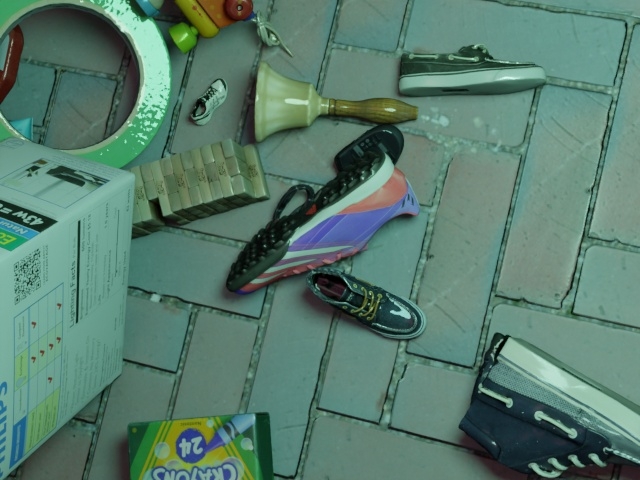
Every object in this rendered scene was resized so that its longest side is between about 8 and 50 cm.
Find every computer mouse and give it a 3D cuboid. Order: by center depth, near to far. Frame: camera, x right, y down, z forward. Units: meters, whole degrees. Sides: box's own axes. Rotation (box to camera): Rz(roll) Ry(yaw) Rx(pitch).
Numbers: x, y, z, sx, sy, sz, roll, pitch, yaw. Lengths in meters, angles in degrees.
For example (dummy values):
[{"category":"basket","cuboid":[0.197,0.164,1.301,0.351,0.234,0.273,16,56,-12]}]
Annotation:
[{"category":"computer mouse","cuboid":[0.025,-0.094,1.731,0.242,0.041,0.071,-35,104,12]}]

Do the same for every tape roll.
[{"category":"tape roll","cuboid":[-0.393,-0.251,1.759,0.321,0.077,0.321,-1,96,-12]}]

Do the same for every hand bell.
[{"category":"hand bell","cuboid":[0.027,-0.203,1.723,0.242,0.126,0.126,3,83,3]}]

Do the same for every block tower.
[{"category":"block tower","cuboid":[-0.255,-0.067,1.766,0.336,0.097,0.090,-16,79,10]}]

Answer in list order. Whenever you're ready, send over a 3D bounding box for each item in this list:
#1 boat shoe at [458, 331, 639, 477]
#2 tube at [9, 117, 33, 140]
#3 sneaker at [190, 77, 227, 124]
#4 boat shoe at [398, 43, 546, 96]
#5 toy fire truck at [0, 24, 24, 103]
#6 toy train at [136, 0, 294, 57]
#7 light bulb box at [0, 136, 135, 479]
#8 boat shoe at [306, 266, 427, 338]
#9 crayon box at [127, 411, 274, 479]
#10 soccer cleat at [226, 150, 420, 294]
[{"category":"boat shoe","cuboid":[0.353,0.274,1.556,0.341,0.127,0.158,31,97,24]},{"category":"tube","cuboid":[-0.574,-0.159,1.888,0.207,0.052,0.080,-2,92,8]},{"category":"sneaker","cuboid":[-0.175,-0.221,1.797,0.032,0.037,0.083,28,88,18]},{"category":"boat shoe","cuboid":[0.222,-0.255,1.679,0.219,0.078,0.070,0,83,16]},{"category":"toy fire truck","cuboid":[-0.635,-0.272,1.856,0.302,0.169,0.253,11,89,16]},{"category":"toy train","cuboid":[-0.167,-0.333,1.739,0.143,0.105,0.248,-36,116,7]},{"category":"light bulb box","cuboid":[-0.450,0.092,1.589,0.225,0.361,0.357,16,117,17]},{"category":"boat shoe","cuboid":[0.064,0.093,1.665,0.183,0.083,0.065,22,88,16]},{"category":"crayon box","cuboid":[-0.170,0.423,1.677,0.203,0.083,0.322,-7,81,13]},{"category":"soccer cleat","cuboid":[0.000,0.000,1.690,0.318,0.108,0.116,-37,113,14]}]
